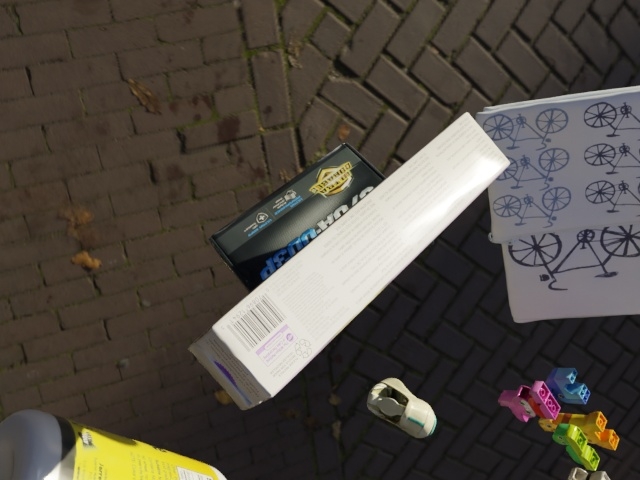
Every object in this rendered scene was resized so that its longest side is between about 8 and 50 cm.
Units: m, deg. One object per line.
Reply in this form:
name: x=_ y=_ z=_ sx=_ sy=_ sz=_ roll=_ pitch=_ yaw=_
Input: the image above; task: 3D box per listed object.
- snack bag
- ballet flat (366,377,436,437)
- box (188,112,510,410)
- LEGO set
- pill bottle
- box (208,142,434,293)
snack bag: x=0.359 y=-0.024 z=0.798 sx=0.322 sy=0.037 sz=0.343 roll=-5 pitch=128 yaw=16
ballet flat: x=0.136 y=0.314 z=1.332 sx=0.086 sy=0.248 sz=0.086 roll=0 pitch=90 yaw=-19
box: x=0.037 y=0.004 z=0.555 sx=0.067 sy=0.063 sz=0.324 roll=49 pitch=57 yaw=-1
LEGO set: x=0.312 y=0.243 z=0.902 sx=0.227 sy=0.093 sz=0.087 roll=53 pitch=55 yaw=-19
pill bottle: x=-0.216 y=0.324 z=0.769 sx=0.334 sy=0.188 sz=0.188 roll=33 pitch=94 yaw=-35
box: x=0.000 y=0.000 z=0.842 sx=0.220 sy=0.175 sz=0.051 roll=-35 pitch=147 yaw=-10
